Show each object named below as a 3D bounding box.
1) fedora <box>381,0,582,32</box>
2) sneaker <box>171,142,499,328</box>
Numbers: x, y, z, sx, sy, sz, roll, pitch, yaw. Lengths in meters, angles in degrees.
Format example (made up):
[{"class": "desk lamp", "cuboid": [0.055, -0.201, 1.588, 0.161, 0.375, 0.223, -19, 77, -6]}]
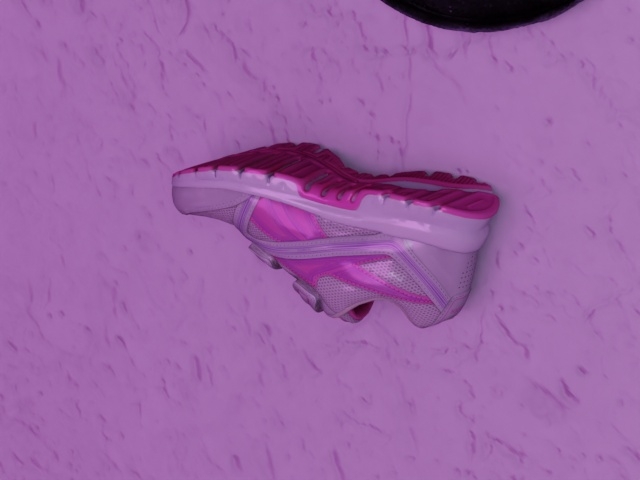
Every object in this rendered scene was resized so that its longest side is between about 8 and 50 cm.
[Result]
[{"class": "fedora", "cuboid": [0.061, -0.286, 1.100, 0.334, 0.152, 0.334, 10, 109, 32]}, {"class": "sneaker", "cuboid": [0.000, 0.000, 1.256, 0.252, 0.103, 0.111, 14, 110, 31]}]
